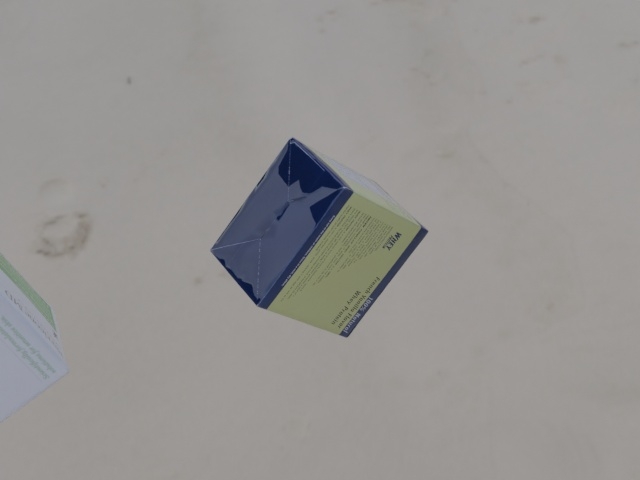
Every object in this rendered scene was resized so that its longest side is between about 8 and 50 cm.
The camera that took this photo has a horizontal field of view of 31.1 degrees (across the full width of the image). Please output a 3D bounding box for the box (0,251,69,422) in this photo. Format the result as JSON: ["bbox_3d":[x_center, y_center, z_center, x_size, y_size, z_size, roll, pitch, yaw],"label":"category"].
[{"bbox_3d":[-0.215,0.052,0.648,0.102,0.101,0.087,-36,29,-1],"label":"box"}]

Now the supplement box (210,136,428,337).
[{"bbox_3d":[0.000,0.000,0.658,0.083,0.083,0.056,-53,49,12],"label":"supplement box"}]
